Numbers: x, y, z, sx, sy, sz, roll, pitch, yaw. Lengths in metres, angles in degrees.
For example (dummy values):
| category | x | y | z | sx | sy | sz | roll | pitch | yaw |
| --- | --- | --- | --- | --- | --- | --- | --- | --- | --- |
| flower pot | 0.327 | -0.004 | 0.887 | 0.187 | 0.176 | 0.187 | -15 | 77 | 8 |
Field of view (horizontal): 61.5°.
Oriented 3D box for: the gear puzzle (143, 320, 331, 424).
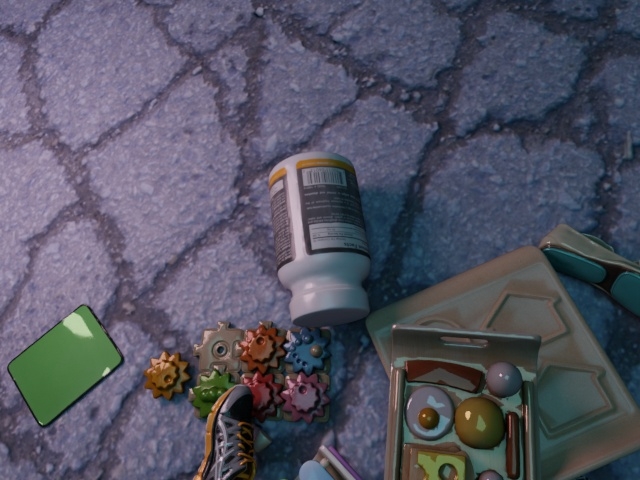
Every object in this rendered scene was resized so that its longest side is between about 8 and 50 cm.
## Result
| category | x | y | z | sx | sy | sz | roll | pitch | yaw |
| --- | --- | --- | --- | --- | --- | --- | --- | --- | --- |
| gear puzzle | -0.149 | 0.224 | 0.935 | 0.339 | 0.044 | 0.175 | -1 | 70 | 8 |

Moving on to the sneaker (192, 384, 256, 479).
| category | x | y | z | sx | sy | sz | roll | pitch | yaw |
| --- | --- | --- | --- | --- | --- | --- | --- | --- | --- |
| sneaker | -0.134 | 0.332 | 0.829 | 0.083 | 0.084 | 0.215 | -3 | 62 | 28 |

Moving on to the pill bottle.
| category | x | y | z | sx | sy | sz | roll | pitch | yaw |
| --- | --- | --- | --- | --- | --- | --- | --- | --- | --- |
| pill bottle | 0.000 | 0.000 | 0.935 | 0.162 | 0.162 | 0.278 | -9 | 70 | 5 |

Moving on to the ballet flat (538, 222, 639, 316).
| category | x | y | z | sx | sy | sz | roll | pitch | yaw |
| --- | --- | --- | --- | --- | --- | --- | --- | --- | --- |
| ballet flat | 0.491 | 0.048 | 0.894 | 0.248 | 0.086 | 0.086 | 32 | 77 | 19 |

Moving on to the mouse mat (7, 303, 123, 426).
| category | x | y | z | sx | sy | sz | roll | pitch | yaw |
| --- | --- | --- | --- | --- | --- | --- | --- | --- | --- |
| mouse mat | -0.477 | 0.228 | 1.002 | 0.189 | 0.007 | 0.152 | -40 | 70 | -8 |

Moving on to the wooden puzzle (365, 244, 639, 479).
| category | x | y | z | sx | sy | sz | roll | pitch | yaw |
| --- | --- | --- | --- | --- | --- | --- | --- | --- | --- |
| wooden puzzle | 0.282 | 0.214 | 0.863 | 0.322 | 0.080 | 0.348 | -23 | 63 | -1 |

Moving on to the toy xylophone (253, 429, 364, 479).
| category | x | y | z | sx | sy | sz | roll | pitch | yaw |
| --- | --- | --- | --- | --- | --- | --- | --- | --- | --- |
| toy xylophone | -0.080 | 0.448 | 0.824 | 0.236 | 0.081 | 0.323 | 33 | 77 | 18 |

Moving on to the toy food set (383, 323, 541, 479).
| category | x | y | z | sx | sy | sz | roll | pitch | yaw |
| --- | --- | --- | --- | --- | --- | --- | --- | --- | --- |
| toy food set | 0.199 | 0.277 | 0.753 | 0.219 | 0.092 | 0.306 | 2 | 66 | 12 |

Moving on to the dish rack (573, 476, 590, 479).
| category | x | y | z | sx | sy | sz | roll | pitch | yaw |
| --- | --- | --- | --- | --- | --- | --- | --- | --- | --- |
| dish rack | 0.327 | 0.474 | 0.753 | 0.208 | 0.074 | 0.271 | -11 | 57 | 2 |
